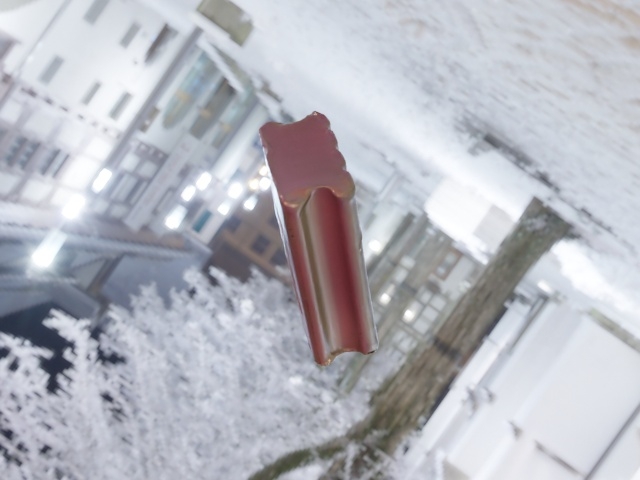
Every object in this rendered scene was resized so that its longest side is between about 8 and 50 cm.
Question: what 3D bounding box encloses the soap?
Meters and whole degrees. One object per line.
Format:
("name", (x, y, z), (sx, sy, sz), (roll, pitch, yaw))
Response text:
("soap", (0.000, 0.000, 0.925), (0.122, 0.065, 0.203), (-109, 5, -50))
